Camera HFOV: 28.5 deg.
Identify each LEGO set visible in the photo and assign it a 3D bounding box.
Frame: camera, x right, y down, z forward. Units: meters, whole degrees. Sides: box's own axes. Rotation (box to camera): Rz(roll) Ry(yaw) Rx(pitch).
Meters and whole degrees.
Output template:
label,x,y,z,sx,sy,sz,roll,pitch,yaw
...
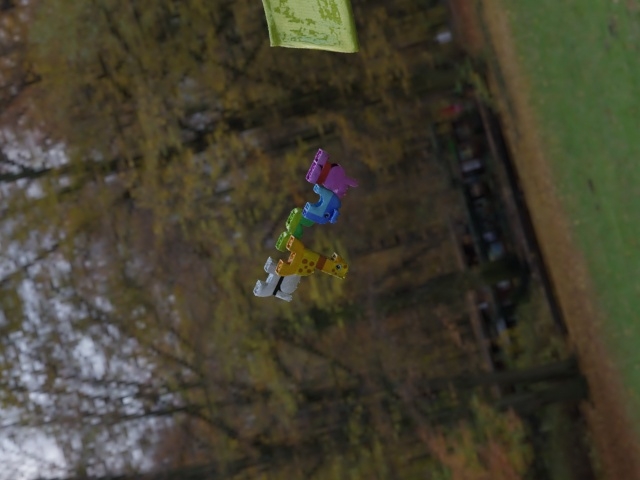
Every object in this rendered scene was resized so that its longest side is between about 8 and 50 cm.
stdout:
label,x,y,z,sx,sy,sz,roll,pitch,yaw
LEGO set,0.000,0.000,1.769,0.227,0.093,0.087,-64,18,10

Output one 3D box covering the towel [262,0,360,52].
label,x,y,z,sx,sy,sz,roll,pitch,yaw
towel,-0.028,-0.281,1.170,0.021,0.102,0.237,-50,-40,-39
